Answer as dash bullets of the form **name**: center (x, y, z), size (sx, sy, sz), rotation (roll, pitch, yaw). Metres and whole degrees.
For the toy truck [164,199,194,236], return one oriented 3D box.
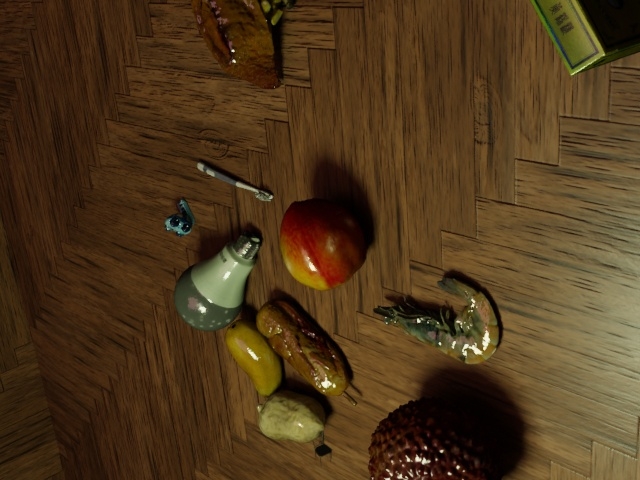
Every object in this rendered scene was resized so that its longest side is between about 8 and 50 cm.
- **toy truck**: center (-0.378, -0.062, 2.206), size (0.073, 0.090, 0.056), rotation (28, 148, -24)

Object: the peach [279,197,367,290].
- **peach**: center (0.000, 0.000, 1.701), size (0.197, 0.197, 0.197), rotation (25, 126, 40)

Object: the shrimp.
- **shrimp**: center (0.226, 0.139, 1.618), size (0.296, 0.058, 0.169), rotation (19, 116, 38)

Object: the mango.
- **mango**: center (-0.166, 0.307, 2.117), size (0.136, 0.099, 0.227), rotation (-13, 106, 47)

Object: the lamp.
- **lamp**: center (-0.262, 0.087, 2.087), size (0.182, 0.182, 0.314), rotation (38, 113, 31)

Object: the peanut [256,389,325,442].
- **peanut**: center (-0.072, 0.443, 2.050), size (0.224, 0.129, 0.129), rotation (-8, 102, 44)

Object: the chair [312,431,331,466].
- **chair**: center (0.003, 0.532, 2.077), size (0.042, 0.037, 0.086), rotation (32, 135, 51)

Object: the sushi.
- **sushi**: center (-0.162, -0.469, 1.692), size (0.296, 0.179, 0.167), rotation (66, 158, 5)

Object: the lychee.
- **lychee**: center (0.227, 0.441, 1.594), size (0.300, 0.264, 0.264), rotation (-127, 35, -51)

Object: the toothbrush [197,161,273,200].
- **toothbrush**: center (-0.218, -0.146, 2.006), size (0.288, 0.026, 0.024), rotation (27, 124, 40)

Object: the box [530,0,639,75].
- **box**: center (0.375, -0.310, 1.081), size (0.064, 0.220, 0.141), rotation (-31, 84, 51)

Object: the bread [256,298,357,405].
- **bread**: center (-0.034, 0.273, 1.955), size (0.344, 0.084, 0.124), rotation (45, 137, 25)
